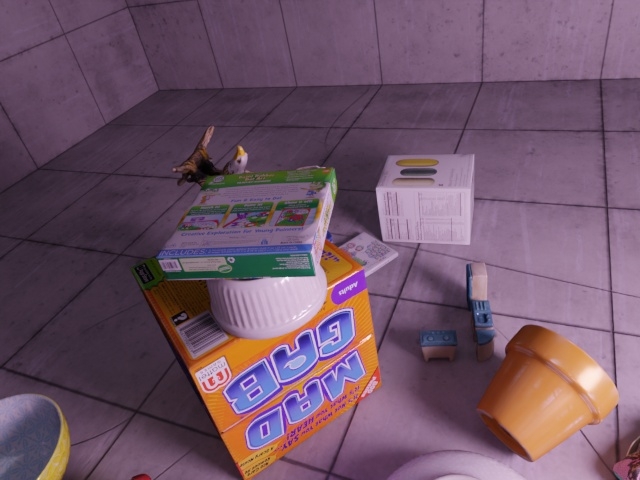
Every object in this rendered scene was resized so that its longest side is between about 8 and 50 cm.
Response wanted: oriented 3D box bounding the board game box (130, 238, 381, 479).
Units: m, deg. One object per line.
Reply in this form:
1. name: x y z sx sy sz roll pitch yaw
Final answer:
1. board game box: -0.129 0.190 1.063 0.356 0.357 0.356 -28 39 -21

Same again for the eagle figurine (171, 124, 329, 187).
1. eagle figurine: -0.158 -0.115 1.064 0.298 0.225 0.227 23 85 -1

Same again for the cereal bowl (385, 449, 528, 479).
1. cereal bowl: 0.221 0.477 0.765 0.338 0.141 0.339 -8 38 6

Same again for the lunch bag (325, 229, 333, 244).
1. lunch bag: 0.000 0.000 1.525 0.067 0.065 0.098 -21 37 -12

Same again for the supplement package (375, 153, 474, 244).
1. supplement package: 0.323 -0.128 1.488 0.262 0.198 0.199 2 39 19

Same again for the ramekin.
1. ramekin: -0.098 0.056 0.841 0.206 0.109 0.207 -8 36 6

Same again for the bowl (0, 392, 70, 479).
1. bowl: -0.631 0.478 0.998 0.289 0.156 0.290 -8 36 6

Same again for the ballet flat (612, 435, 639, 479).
1. ballet flat: 0.608 0.363 0.868 0.221 0.077 0.079 -24 18 -14

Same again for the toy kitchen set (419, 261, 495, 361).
1. toy kitchen set: 0.315 0.166 1.164 0.165 0.122 0.207 -4 37 12

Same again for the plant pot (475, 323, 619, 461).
1. plant pot: 0.402 0.296 0.923 0.188 0.205 0.205 -41 43 -11

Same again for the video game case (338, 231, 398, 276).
1. video game case: 0.127 0.042 1.472 0.143 0.019 0.157 -30 40 -23

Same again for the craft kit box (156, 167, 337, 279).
1. craft kit box: -0.110 -0.035 0.829 0.249 0.061 0.247 -2 40 13

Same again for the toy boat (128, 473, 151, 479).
1. toy boat: -0.278 0.519 0.882 0.151 0.151 0.231 -3 23 -44
